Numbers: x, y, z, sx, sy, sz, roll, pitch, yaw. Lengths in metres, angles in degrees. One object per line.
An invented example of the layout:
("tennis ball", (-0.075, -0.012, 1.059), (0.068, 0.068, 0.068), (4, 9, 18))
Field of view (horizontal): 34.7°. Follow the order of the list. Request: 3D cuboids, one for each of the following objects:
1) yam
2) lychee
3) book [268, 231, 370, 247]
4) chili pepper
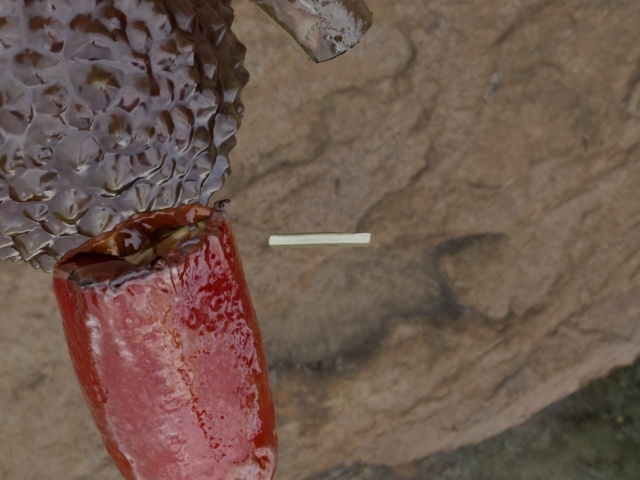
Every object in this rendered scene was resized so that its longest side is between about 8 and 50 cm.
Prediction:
("yam", (-0.044, -0.349, 1.339), (0.238, 0.129, 0.128), (47, 56, -27))
("lychee", (-0.162, -0.106, 0.613), (0.267, 0.267, 0.267), (-16, 136, -16))
("book", (0.000, -0.001, 1.142), (0.111, 0.014, 0.077), (-1, 177, 1))
("chili pepper", (-0.056, 0.052, 0.395), (0.070, 0.073, 0.123), (-11, 113, 4))
